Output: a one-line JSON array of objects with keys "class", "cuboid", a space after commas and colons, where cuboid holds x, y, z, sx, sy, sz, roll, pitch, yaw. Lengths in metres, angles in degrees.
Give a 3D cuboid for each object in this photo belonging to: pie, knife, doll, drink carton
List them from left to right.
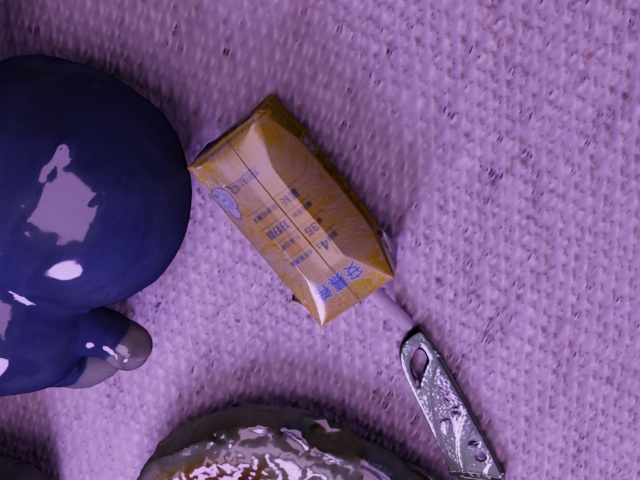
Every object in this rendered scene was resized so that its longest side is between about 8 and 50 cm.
[{"class": "doll", "cuboid": [-0.200, -0.008, 0.665, 0.228, 0.154, 0.258, 35, 109, 0]}, {"class": "pie", "cuboid": [-0.022, 0.263, 0.776, 0.302, 0.067, 0.302, 5, 114, 11]}, {"class": "drink carton", "cuboid": [0.000, 0.000, 0.653, 0.084, 0.074, 0.200, -37, 101, 15]}, {"class": "knife", "cuboid": [0.128, 0.193, 0.740, 0.043, 0.020, 0.293, -21, 106, 22]}]

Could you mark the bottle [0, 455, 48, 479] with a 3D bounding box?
[{"class": "bottle", "cuboid": [-0.414, 0.237, 0.798, 0.347, 0.168, 0.168, 10, 115, 11]}]
